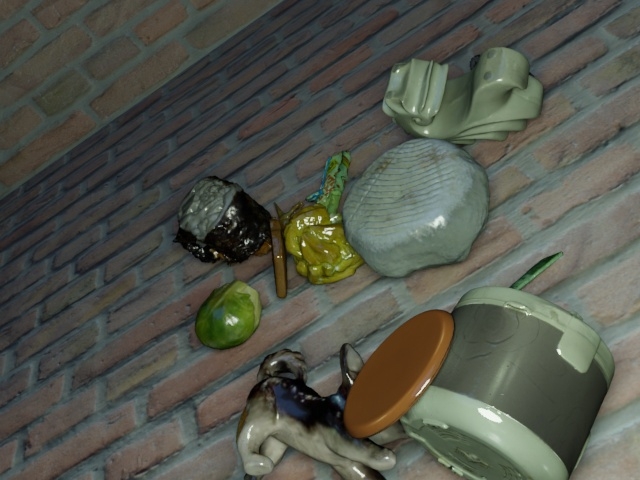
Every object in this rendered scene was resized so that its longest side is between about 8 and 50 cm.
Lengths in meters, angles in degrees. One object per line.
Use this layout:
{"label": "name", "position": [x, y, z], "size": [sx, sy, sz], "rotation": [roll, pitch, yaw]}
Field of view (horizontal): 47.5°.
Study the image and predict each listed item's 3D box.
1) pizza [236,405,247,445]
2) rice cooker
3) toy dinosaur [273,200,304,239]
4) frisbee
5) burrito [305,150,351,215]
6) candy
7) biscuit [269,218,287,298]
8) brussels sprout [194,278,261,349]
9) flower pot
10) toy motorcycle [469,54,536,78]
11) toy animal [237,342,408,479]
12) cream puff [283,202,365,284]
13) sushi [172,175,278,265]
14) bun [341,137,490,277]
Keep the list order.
{"label": "pizza", "position": [-0.082, 0.363, 1.515], "size": [0.193, 0.053, 0.201], "rotation": [-10, 33, 37]}
{"label": "rice cooker", "position": [0.294, 0.232, 1.143], "size": [0.288, 0.288, 0.277], "rotation": [6, 51, 45]}
{"label": "toy dinosaur", "position": [-0.108, -0.054, 2.024], "size": [0.162, 0.039, 0.126], "rotation": [6, 55, 47]}
{"label": "frisbee", "position": [0.120, 0.206, 1.156], "size": [0.251, 0.021, 0.251], "rotation": [-46, 10, 11]}
{"label": "burrito", "position": [0.018, -0.143, 1.996], "size": [0.104, 0.054, 0.288], "rotation": [-16, 41, 30]}
{"label": "candy", "position": [0.349, 0.116, 1.403], "size": [0.323, 0.097, 0.097], "rotation": [-38, 34, -11]}
{"label": "biscuit", "position": [-0.104, 0.032, 1.817], "size": [0.034, 0.182, 0.215], "rotation": [-5, 33, -5]}
{"label": "brussels sprout", "position": [-0.222, 0.185, 1.774], "size": [0.180, 0.144, 0.161], "rotation": [-53, 1, -1]}
{"label": "flower pot", "position": [0.344, -0.335, 1.737], "size": [0.367, 0.254, 0.164], "rotation": [0, 70, 39]}
{"label": "toy motorcycle", "position": [0.464, -0.397, 1.851], "size": [0.084, 0.118, 0.212], "rotation": [-30, 43, -24]}
{"label": "toy animal", "position": [0.014, 0.317, 1.347], "size": [0.344, 0.194, 0.302], "rotation": [-6, 44, 14]}
{"label": "cream puff", "position": [-0.004, 0.004, 1.750], "size": [0.195, 0.194, 0.221], "rotation": [-42, 32, -4]}
{"label": "sushi", "position": [-0.276, -0.043, 2.030], "size": [0.234, 0.207, 0.348], "rotation": [-54, 31, -1]}
{"label": "bun", "position": [0.217, -0.068, 1.612], "size": [0.354, 0.194, 0.354], "rotation": [-23, 41, 22]}
